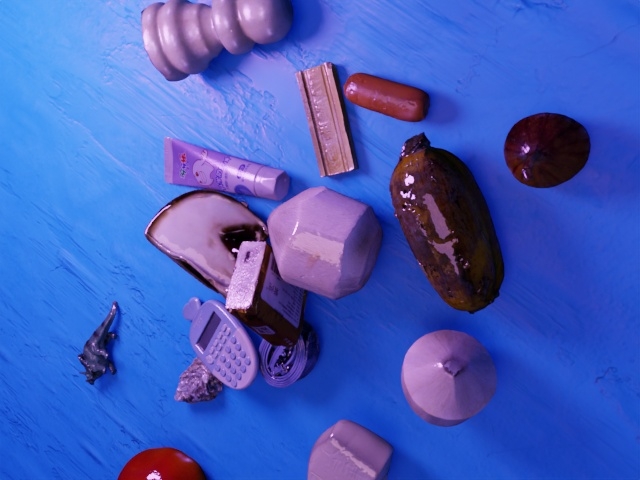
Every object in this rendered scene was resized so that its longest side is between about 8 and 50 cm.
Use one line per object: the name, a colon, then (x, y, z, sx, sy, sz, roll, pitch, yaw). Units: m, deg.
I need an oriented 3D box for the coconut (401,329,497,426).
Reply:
coconut: (0.278, 0.302, 1.325, 0.202, 0.222, 0.202, 0, 65, 0)

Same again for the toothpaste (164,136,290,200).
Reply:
toothpaste: (-0.252, -0.173, 1.524, 0.371, 0.080, 0.125, 16, 114, 27)

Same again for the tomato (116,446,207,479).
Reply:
tomato: (-0.483, 0.766, 1.784, 0.298, 0.226, 0.299, 8, 107, 26)

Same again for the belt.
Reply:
belt: (-0.080, 0.289, 1.561, 0.141, 0.082, 0.190, 37, 116, 20)

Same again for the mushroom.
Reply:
mushroom: (-0.260, 0.007, 1.546, 0.292, 0.212, 0.217, 33, 74, 18)

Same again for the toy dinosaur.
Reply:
toy dinosaur: (-0.658, 0.331, 1.826, 0.120, 0.079, 0.292, 38, 112, 8)

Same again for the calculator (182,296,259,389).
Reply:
calculator: (-0.274, 0.271, 1.634, 0.303, 0.042, 0.188, 46, 122, 26)

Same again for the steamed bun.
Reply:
steamed bun: (0.077, 0.569, 1.531, 0.200, 0.155, 0.250, 28, 120, 17)

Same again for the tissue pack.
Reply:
tissue pack: (-0.119, 0.131, 1.427, 0.091, 0.226, 0.183, -3, 58, 26)

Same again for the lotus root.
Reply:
lotus root: (0.267, -0.033, 1.265, 0.179, 0.196, 0.398, -23, 92, 22)

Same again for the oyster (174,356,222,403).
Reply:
oyster: (-0.346, 0.410, 1.722, 0.125, 0.064, 0.177, 31, 112, 17)

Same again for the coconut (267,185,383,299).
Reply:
coconut: (0.000, 0.000, 1.364, 0.265, 0.237, 0.238, 22, 112, 18)

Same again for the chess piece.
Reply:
chess piece: (-0.222, -0.490, 1.370, 0.330, 0.182, 0.182, -9, 101, 20)

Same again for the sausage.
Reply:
sausage: (0.141, -0.312, 1.306, 0.197, 0.076, 0.076, 22, 112, 16)

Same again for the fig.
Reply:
fig: (0.425, -0.179, 1.175, 0.149, 0.202, 0.148, 17, 99, 55)

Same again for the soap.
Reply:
soap: (0.017, -0.277, 1.390, 0.092, 0.037, 0.252, -9, 100, 24)
